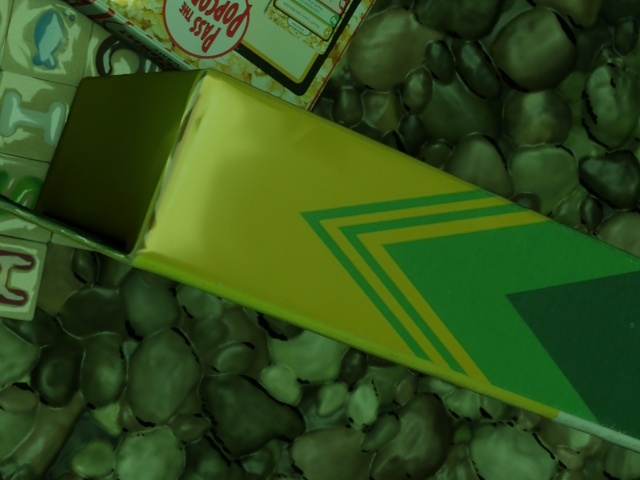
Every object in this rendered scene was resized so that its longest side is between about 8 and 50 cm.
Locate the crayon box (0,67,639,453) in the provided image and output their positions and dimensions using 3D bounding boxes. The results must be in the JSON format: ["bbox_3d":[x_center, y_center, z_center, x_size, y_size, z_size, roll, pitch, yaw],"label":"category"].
[{"bbox_3d":[0.000,0.000,0.613,0.318,0.202,0.081,21,88,-24],"label":"crayon box"}]

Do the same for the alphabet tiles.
[{"bbox_3d":[-0.173,-0.086,0.651,0.198,0.009,0.237,11,92,-21],"label":"alphabet tiles"}]

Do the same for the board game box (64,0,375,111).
[{"bbox_3d":[-0.028,-0.168,0.667,0.147,0.045,0.193,35,82,-24],"label":"board game box"}]
